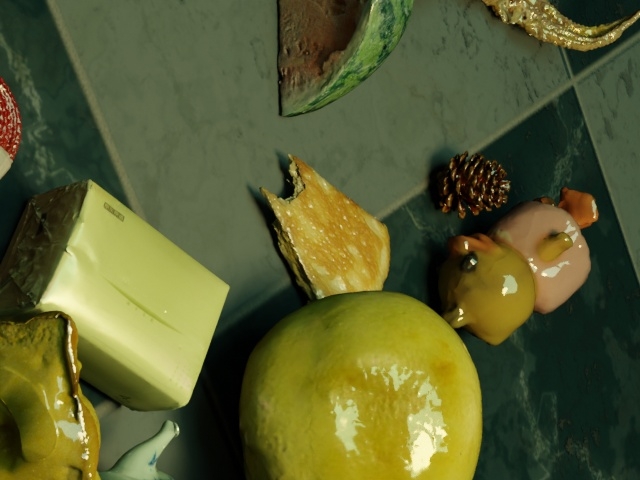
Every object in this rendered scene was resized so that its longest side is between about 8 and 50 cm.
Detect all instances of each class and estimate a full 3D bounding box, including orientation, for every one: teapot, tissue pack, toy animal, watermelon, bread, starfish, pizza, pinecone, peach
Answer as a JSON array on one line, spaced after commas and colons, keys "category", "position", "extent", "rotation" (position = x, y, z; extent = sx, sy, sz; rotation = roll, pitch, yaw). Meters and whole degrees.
[{"category": "teapot", "position": [-0.193, 0.318, 1.637], "extent": [0.159, 0.159, 0.232], "rotation": [-9, 107, -48]}, {"category": "tissue pack", "position": [-0.231, 0.064, 1.648], "extent": [0.234, 0.125, 0.159], "rotation": [40, 56, -36]}, {"category": "toy animal", "position": [0.274, 0.045, 2.184], "extent": [0.281, 0.195, 0.169], "rotation": [-26, 93, -31]}, {"category": "watermelon", "position": [0.045, -0.315, 1.991], "extent": [0.176, 0.260, 0.256], "rotation": [42, 36, -19]}, {"category": "bread", "position": [-0.298, 0.186, 1.537], "extent": [0.088, 0.161, 0.233], "rotation": [-11, 98, -66]}, {"category": "starfish", "position": [0.330, -0.437, 2.367], "extent": [0.398, 0.132, 0.383], "rotation": [24, 58, -29]}, {"category": "pizza", "position": [0.000, 0.000, 1.985], "extent": [0.262, 0.034, 0.181], "rotation": [44, 53, -35]}, {"category": "pinecone", "position": [0.220, -0.081, 2.187], "extent": [0.102, 0.109, 0.102], "rotation": [7, 80, -47]}, {"category": "peach", "position": [0.044, 0.226, 1.813], "extent": [0.314, 0.281, 0.315], "rotation": [1, 71, -16]}]

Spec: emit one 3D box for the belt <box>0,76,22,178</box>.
[{"category": "belt", "position": [-0.387, -0.091, 1.505], "extent": [0.128, 0.124, 0.201], "rotation": [54, 47, -24]}]
